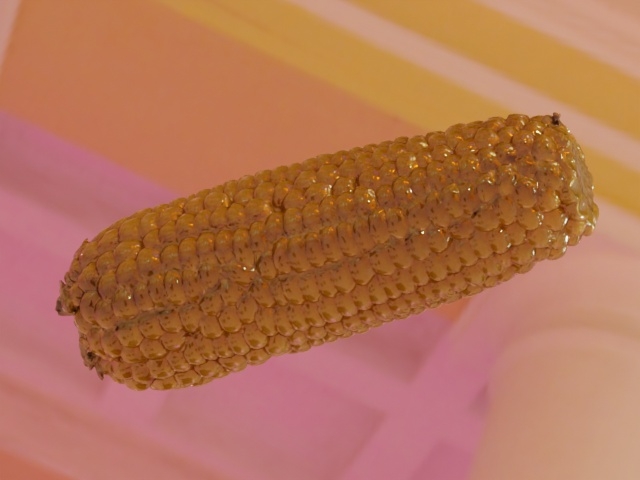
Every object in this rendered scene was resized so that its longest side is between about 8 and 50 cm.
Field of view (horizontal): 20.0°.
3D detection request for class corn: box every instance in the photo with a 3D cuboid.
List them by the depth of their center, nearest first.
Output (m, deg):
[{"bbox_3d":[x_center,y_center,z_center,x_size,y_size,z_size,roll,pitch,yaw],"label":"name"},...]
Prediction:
[{"bbox_3d":[0.000,0.004,0.859,0.260,0.091,0.091,-19,-32,16],"label":"corn"}]
